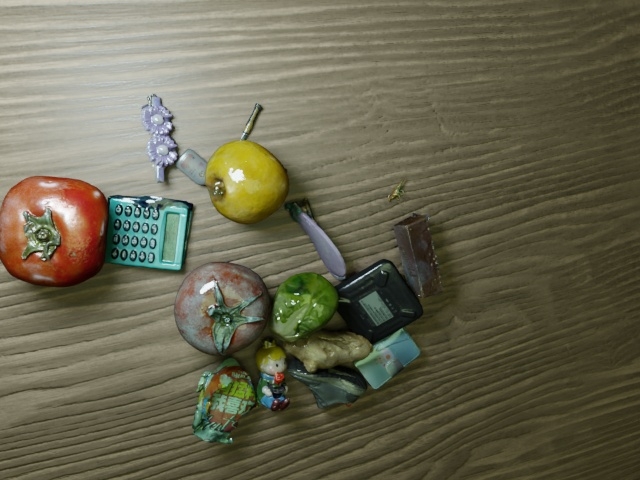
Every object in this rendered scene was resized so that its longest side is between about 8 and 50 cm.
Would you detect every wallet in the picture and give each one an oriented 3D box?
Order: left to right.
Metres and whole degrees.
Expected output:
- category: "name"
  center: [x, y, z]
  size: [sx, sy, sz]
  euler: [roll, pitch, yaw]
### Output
- category: "wallet"
  center: [0.267, 0.468, 1.692]
  size: [0.250, 0.075, 0.176]
  euler: [-37, 105, -6]

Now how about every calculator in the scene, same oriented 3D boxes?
- category: "calculator"
  center: [-0.585, -0.028, 1.406]
  size: [0.274, 0.058, 0.248]
  euler: [8, 97, -14]

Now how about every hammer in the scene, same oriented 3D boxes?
- category: "hammer"
  center: [-0.259, -0.382, 1.442]
  size: [0.078, 0.021, 0.201]
  euler: [24, 93, -16]

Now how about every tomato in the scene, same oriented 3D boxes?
- category: "tomato"
  center: [-0.784, -0.027, 1.236]
  size: [0.293, 0.290, 0.325]
  euler: [0, 98, -16]
- category: "tomato"
  center: [-0.328, 0.223, 1.395]
  size: [0.316, 0.282, 0.317]
  euler: [-3, 101, -17]

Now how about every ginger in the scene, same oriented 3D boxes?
- category: "ginger"
  center: [0.031, 0.406, 1.584]
  size: [0.354, 0.190, 0.126]
  euler: [3, 142, -11]

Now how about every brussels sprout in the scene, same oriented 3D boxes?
- category: "brussels sprout"
  center: [-0.071, 0.241, 1.489]
  size: [0.219, 0.210, 0.271]
  euler: [39, 79, 7]

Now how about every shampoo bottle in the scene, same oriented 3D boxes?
- category: "shampoo bottle"
  center: [-0.408, -0.232, 1.422]
  size: [0.165, 0.040, 0.080]
  euler: [41, 87, -16]

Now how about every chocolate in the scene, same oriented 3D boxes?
- category: "chocolate"
  center: [0.373, 0.060, 1.609]
  size: [0.112, 0.112, 0.321]
  euler: [-18, 100, -25]

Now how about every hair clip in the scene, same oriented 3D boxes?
- category: "hair clip"
  center: [-0.528, -0.333, 1.364]
  size: [0.106, 0.084, 0.292]
  euler: [-7, 97, -31]
- category: "hair clip"
  center: [0.001, 0.000, 1.529]
  size: [0.110, 0.095, 0.359]
  euler: [-27, 98, 24]

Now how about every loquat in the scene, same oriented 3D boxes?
- category: "loquat"
  center: [-0.229, -0.189, 1.360]
  size: [0.275, 0.275, 0.275]
  euler: [-2, 100, -13]

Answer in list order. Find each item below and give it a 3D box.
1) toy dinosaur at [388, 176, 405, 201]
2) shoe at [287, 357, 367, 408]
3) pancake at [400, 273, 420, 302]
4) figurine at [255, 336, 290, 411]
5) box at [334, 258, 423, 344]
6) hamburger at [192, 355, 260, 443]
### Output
- category: "toy dinosaur"
  center: [0.304, -0.192, 1.609]
  size: [0.041, 0.026, 0.113]
  euler: [39, 98, 0]
- category: "shoe"
  center: [0.006, 0.571, 1.631]
  size: [0.336, 0.132, 0.171]
  euler: [22, 106, -17]
- category: "pancake"
  center: [0.285, 0.200, 1.657]
  size: [0.257, 0.056, 0.212]
  euler: [-3, 104, -13]
- category: "figurine"
  center: [-0.172, 0.486, 1.529]
  size: [0.127, 0.185, 0.234]
  euler: [11, 93, -25]
- category: "box"
  center: [0.214, 0.243, 1.594]
  size: [0.289, 0.073, 0.290]
  euler: [-31, 109, 12]
- category: "hamburger"
  center: [-0.372, 0.589, 1.533]
  size: [0.276, 0.150, 0.260]
  euler: [-48, 126, -26]
